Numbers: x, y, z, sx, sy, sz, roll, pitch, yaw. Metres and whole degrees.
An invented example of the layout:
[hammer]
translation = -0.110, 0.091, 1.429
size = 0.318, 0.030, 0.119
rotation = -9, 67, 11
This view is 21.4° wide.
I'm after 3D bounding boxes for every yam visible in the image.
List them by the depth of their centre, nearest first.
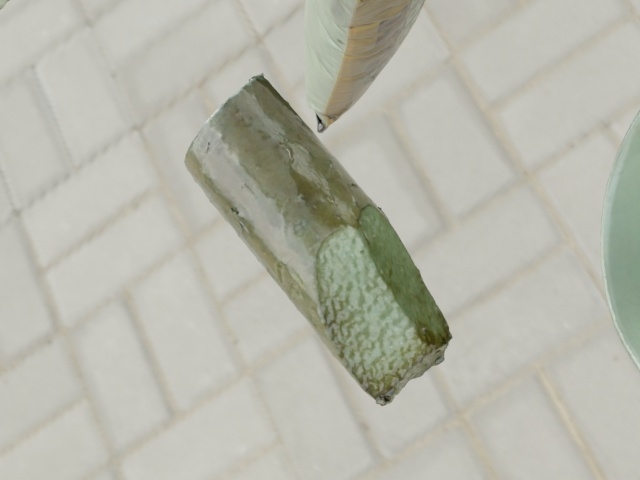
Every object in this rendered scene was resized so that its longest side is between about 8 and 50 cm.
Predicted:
[yam]
translation = 0.000, 0.000, 1.301
size = 0.106, 0.106, 0.259
rotation = -41, 81, 7

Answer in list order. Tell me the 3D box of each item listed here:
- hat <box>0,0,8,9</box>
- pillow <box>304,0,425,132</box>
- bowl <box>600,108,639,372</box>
[hat]
translation = -0.163, -0.163, 0.422
size = 0.252, 0.252, 0.110
rotation = -24, 25, 18
[pillow]
translation = 0.062, -0.289, 1.579
size = 0.119, 0.310, 0.312
rotation = 20, 73, -2
[bowl]
translation = 0.383, -0.002, 1.393
size = 0.307, 0.163, 0.307
rotation = -10, 78, 54
